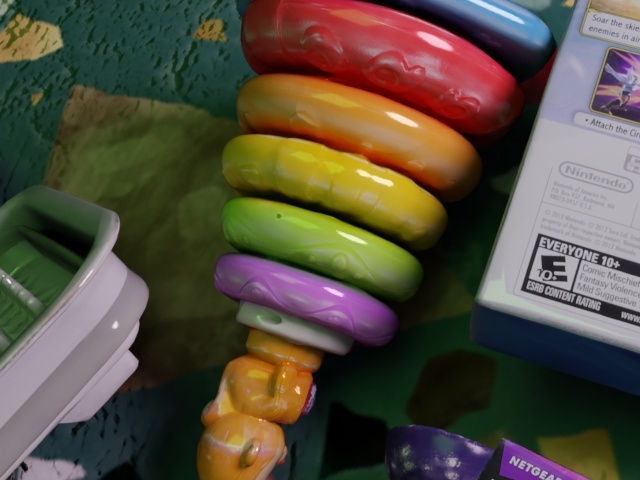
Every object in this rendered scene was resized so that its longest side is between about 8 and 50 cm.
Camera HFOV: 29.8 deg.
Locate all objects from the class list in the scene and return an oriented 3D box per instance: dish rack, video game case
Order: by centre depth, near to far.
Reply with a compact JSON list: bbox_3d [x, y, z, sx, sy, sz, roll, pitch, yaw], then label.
[{"bbox_3d":[0.235,-0.027,0.578,0.270,0.061,0.244,17,68,11],"label":"video game case"},{"bbox_3d":[-0.229,0.115,0.651,0.333,0.072,0.285,-48,22,-12],"label":"dish rack"}]

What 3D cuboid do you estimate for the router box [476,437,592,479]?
[{"bbox_3d":[0.077,0.175,0.481,0.046,0.179,0.133,23,70,34],"label":"router box"}]

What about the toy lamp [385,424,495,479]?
[{"bbox_3d":[0.016,0.221,0.541,0.080,0.080,0.274,9,62,26],"label":"toy lamp"}]

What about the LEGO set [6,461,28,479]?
[{"bbox_3d":[-0.192,0.132,0.718,0.054,0.023,0.083,11,51,25],"label":"LEGO set"}]

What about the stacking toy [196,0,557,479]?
[{"bbox_3d":[0.000,0.000,0.654,0.166,0.175,0.301,20,82,-11],"label":"stacking toy"}]
